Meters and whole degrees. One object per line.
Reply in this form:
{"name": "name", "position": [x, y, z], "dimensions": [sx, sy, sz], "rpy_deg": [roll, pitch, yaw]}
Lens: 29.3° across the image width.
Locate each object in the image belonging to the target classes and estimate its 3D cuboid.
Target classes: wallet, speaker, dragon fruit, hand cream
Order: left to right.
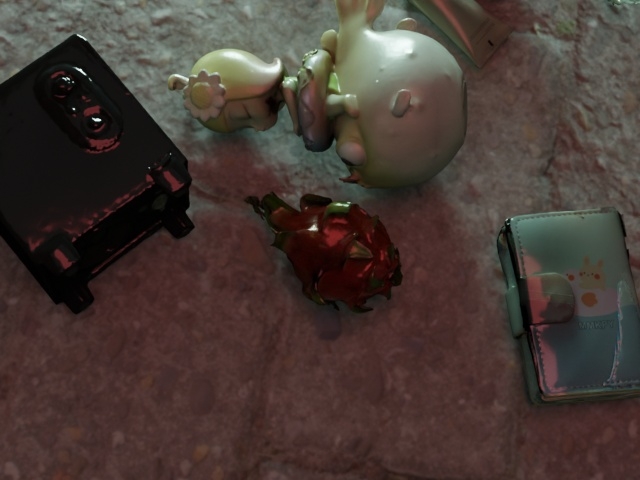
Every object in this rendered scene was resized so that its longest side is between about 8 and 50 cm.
{"name": "speaker", "position": [-0.316, -0.078, 1.548], "dimensions": [0.232, 0.184, 0.254], "rpy_deg": [-37, 76, -14]}
{"name": "dragon fruit", "position": [-0.001, 0.001, 1.566], "dimensions": [0.236, 0.137, 0.135], "rpy_deg": [36, 86, 8]}
{"name": "hand cream", "position": [0.179, -0.330, 1.734], "dimensions": [0.186, 0.054, 0.087], "rpy_deg": [40, 69, 3]}
{"name": "wallet", "position": [0.332, 0.085, 1.592], "dimensions": [0.176, 0.075, 0.250], "rpy_deg": [-4, 71, -9]}

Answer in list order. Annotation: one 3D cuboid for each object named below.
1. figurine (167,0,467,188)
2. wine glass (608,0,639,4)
{"name": "figurine", "position": [-0.002, -0.209, 1.616], "dimensions": [0.394, 0.226, 0.274], "rpy_deg": [4, 85, 12]}
{"name": "wine glass", "position": [0.542, -0.473, 1.712], "dimensions": [0.323, 0.238, 0.238], "rpy_deg": [-20, 74, -12]}
